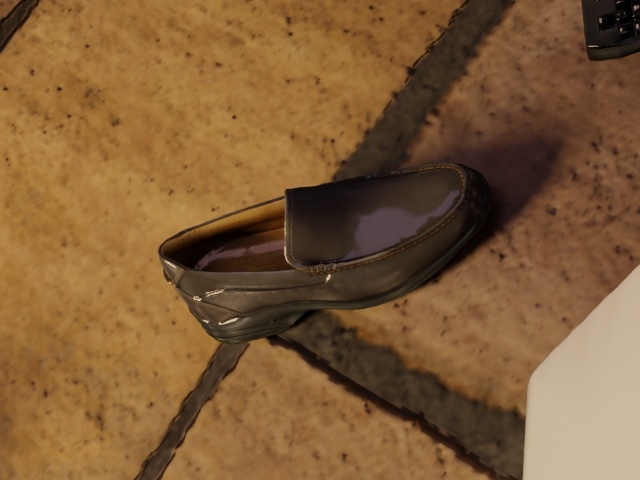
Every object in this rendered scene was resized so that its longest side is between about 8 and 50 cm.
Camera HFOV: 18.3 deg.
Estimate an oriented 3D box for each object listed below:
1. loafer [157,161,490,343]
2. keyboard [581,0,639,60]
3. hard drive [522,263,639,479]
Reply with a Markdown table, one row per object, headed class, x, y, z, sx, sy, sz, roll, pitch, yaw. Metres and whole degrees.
| class | x | y | z | sx | sy | sz | roll | pitch | yaw |
| --- | --- | --- | --- | --- | --- | --- | --- | --- | --- |
| loafer | 0.000 | 0.000 | 0.965 | 0.170 | 0.061 | 0.062 | -24 | 48 | 22 |
| keyboard | 0.142 | -0.173 | 0.996 | 0.100 | 0.038 | 0.192 | -21 | 49 | 25 |
| hard drive | 0.121 | 0.147 | 0.703 | 0.203 | 0.040 | 0.307 | 125 | 157 | -54 |
